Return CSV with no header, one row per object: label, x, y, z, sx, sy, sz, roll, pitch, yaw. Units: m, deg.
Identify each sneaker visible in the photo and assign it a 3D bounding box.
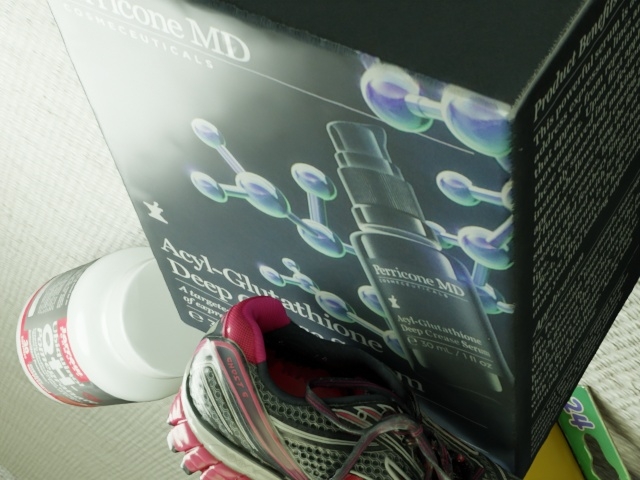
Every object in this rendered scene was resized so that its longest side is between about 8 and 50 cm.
sneaker,0.049,0.145,0.757,0.299,0.121,0.112,26,123,2

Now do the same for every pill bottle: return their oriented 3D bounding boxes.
pill bottle,-0.226,0.102,1.420,0.176,0.176,0.318,44,153,-16

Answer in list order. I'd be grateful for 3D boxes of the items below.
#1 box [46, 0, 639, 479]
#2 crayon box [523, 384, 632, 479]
box,0.042,-0.069,0.770,0.294,0.212,0.395,24,151,24
crayon box,0.165,0.244,1.234,0.323,0.083,0.203,-7,115,54
